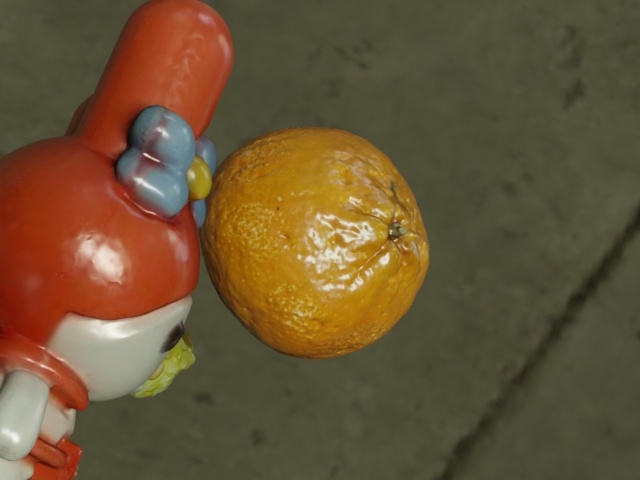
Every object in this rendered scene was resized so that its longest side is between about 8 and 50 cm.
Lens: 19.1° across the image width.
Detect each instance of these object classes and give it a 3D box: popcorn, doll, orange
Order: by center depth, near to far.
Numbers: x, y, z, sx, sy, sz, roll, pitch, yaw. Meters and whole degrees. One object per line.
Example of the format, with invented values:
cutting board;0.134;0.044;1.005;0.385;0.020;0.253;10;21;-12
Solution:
doll;-0.125;0.011;0.963;0.130;0.161;0.290;27;74;-11
orange;0.001;-0.001;1.070;0.135;0.118;0.135;43;40;-50
popcorn;-0.119;0.068;1.244;0.083;0.060;0.068;17;70;-43
